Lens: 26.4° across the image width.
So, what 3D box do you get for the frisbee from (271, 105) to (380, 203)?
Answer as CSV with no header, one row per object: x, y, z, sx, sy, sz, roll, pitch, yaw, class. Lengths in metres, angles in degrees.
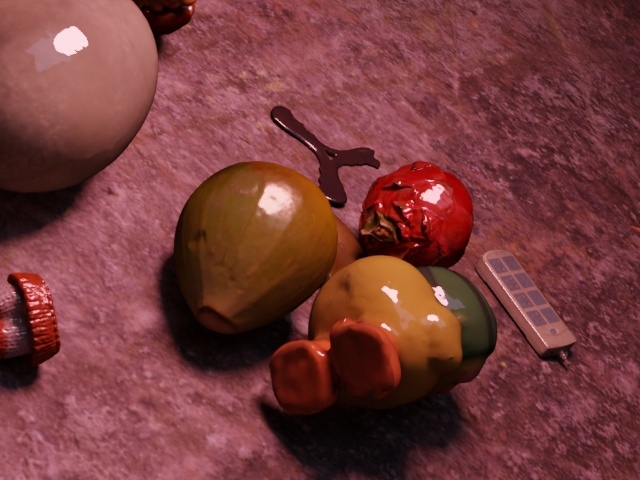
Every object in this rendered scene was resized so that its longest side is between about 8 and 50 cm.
0.023,-0.137,2.140,0.187,0.012,0.211,-5,52,-46,frisbee

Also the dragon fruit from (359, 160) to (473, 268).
0.139,-0.030,1.976,0.172,0.172,0.209,38,22,0,dragon fruit

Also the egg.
-0.334,-0.196,1.667,0.258,0.258,0.352,35,36,-5,egg

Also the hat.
-0.370,0.091,1.474,0.162,0.093,0.112,-12,46,-27,hat

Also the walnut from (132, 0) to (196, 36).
-0.306,-0.405,1.983,0.269,0.222,0.244,4,37,-19,walnut

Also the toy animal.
0.092,0.113,1.728,0.338,0.216,0.191,-5,75,-54,toy animal

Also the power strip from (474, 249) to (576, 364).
0.322,0.102,2.120,0.080,0.029,0.227,-7,55,-46,power strip

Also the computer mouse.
0.001,-0.001,1.935,0.102,0.045,0.199,-13,59,-52,computer mouse

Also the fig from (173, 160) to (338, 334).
-0.095,0.010,1.717,0.230,0.207,0.207,-38,77,-21,fig
